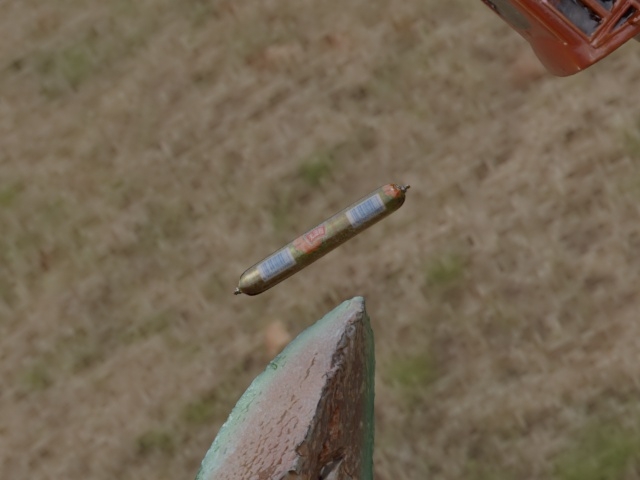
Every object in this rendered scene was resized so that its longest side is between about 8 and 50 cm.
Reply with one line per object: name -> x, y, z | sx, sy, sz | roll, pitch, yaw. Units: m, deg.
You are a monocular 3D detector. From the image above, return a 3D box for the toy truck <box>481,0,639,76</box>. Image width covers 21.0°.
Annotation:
toy truck -> 0.123, -0.177, 0.960 | 0.114, 0.252, 0.107 | -50, 9, -1

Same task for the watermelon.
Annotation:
watermelon -> -0.002, 0.107, 0.932 | 0.080, 0.101, 0.155 | -30, 36, 48

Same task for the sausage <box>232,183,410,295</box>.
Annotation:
sausage -> 0.000, 0.000, 0.818 | 0.100, 0.015, 0.015 | -32, 24, 13
